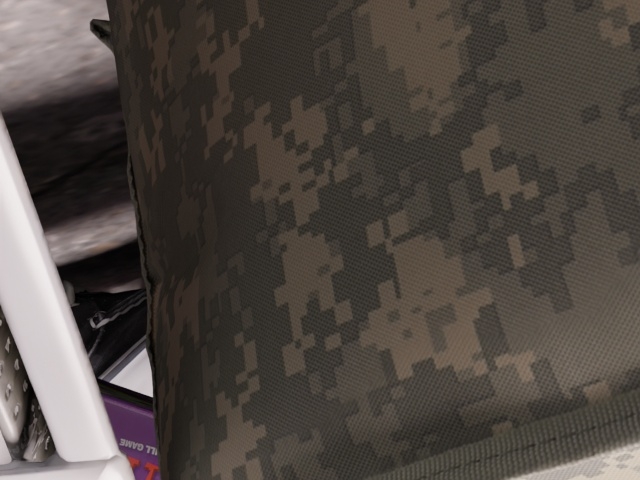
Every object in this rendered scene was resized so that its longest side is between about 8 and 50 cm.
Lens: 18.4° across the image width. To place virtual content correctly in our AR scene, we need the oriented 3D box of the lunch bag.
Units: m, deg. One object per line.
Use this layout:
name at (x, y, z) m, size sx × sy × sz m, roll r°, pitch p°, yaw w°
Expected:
lunch bag at (0.060, -0.032, 0.550) m, size 0.287 × 0.235 × 0.169 m, roll -22°, pitch 157°, yaw 35°

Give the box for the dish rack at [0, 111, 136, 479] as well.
dish rack at (-0.204, 0.007, 0.490) m, size 0.285 × 0.072 × 0.333 m, roll -8°, pitch 140°, yaw 2°

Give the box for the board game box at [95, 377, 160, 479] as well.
board game box at (-0.111, 0.077, 0.838) m, size 0.347 × 0.056 × 0.208 m, roll 18°, pitch 172°, yaw 18°

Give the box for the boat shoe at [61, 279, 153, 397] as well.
boat shoe at (-0.135, 0.070, 1.059) m, size 0.301 × 0.102 × 0.108 m, roll -41°, pitch 173°, yaw 9°
